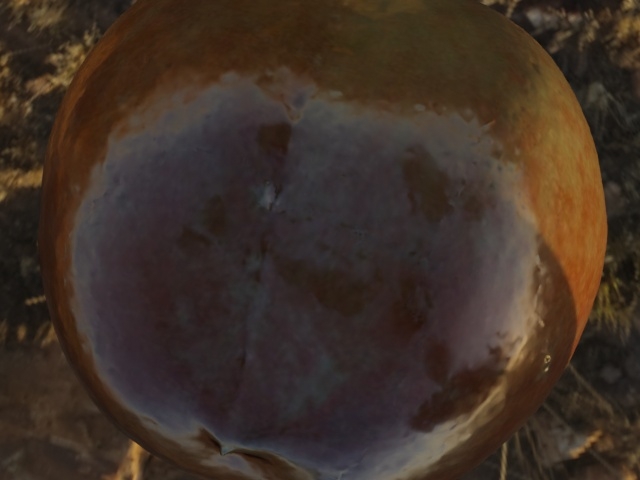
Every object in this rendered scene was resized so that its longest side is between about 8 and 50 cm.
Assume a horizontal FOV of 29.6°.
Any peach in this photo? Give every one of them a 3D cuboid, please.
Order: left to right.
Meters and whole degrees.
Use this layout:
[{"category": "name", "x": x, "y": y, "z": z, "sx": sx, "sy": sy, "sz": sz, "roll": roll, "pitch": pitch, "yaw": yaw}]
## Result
[{"category": "peach", "x": 0.000, "y": 0.000, "z": 0.545, "sx": 0.252, "sy": 0.252, "sz": 0.252, "roll": 1, "pitch": 117, "yaw": 1}]
